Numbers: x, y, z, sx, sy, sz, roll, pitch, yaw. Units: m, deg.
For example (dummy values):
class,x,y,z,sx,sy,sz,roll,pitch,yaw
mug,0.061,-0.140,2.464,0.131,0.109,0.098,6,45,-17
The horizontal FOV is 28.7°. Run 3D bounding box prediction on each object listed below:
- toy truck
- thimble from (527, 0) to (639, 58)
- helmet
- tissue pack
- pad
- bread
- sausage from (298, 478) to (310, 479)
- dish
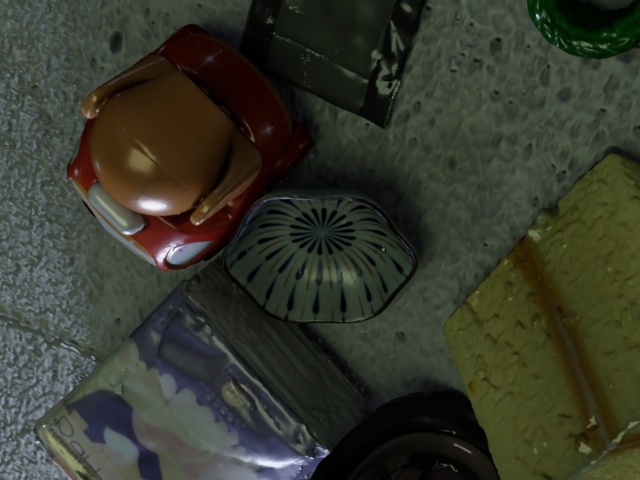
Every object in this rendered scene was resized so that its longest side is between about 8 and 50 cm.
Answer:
class,x,y,z,sx,sy,sz,roll,pitch,yaw
toy truck,-0.152,-0.071,1.188,0.189,0.239,0.265,45,127,2
thimble,0.234,-0.214,1.009,0.118,0.090,0.130,29,124,10
helmet,0.088,0.277,1.218,0.198,0.253,0.154,38,127,26
tissue pack,-0.139,0.201,1.381,0.242,0.125,0.343,47,128,-1
pad,0.018,-0.234,1.156,0.174,0.022,0.233,25,124,15
bread,0.270,0.081,1.142,0.263,0.198,0.236,-49,53,34
sausage,0.087,0.317,1.343,0.289,0.086,0.086,7,116,26
dish,0.000,0.000,1.228,0.190,0.066,0.191,2,135,2
